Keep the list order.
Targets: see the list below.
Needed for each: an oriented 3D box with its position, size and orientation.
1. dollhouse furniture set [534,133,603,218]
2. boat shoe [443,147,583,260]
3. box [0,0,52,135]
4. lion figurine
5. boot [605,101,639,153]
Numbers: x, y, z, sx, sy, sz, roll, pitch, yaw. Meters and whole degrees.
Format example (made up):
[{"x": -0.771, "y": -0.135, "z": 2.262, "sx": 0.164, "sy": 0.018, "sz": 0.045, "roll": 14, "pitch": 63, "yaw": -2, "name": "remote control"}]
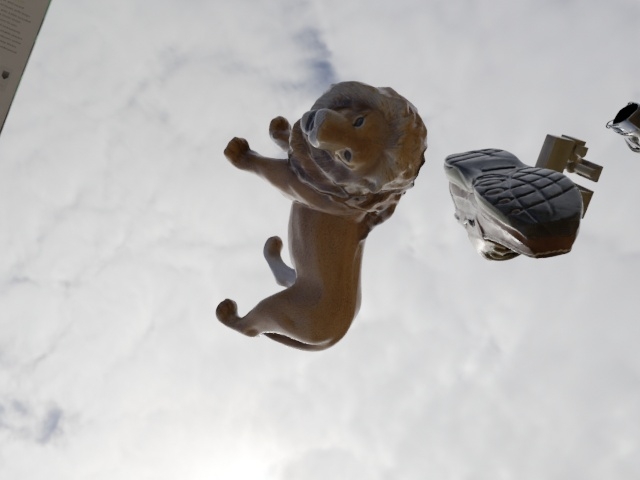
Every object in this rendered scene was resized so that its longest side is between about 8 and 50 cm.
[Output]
[{"x": 0.431, "y": -0.135, "z": 1.284, "sx": 0.151, "sy": 0.123, "sz": 0.144, "roll": 4, "pitch": -68, "yaw": -30, "name": "dollhouse furniture set"}, {"x": 0.249, "y": -0.035, "z": 0.893, "sx": 0.122, "sy": 0.324, "sz": 0.120, "roll": -6, "pitch": -71, "yaw": 0, "name": "boat shoe"}, {"x": -0.492, "y": -0.299, "z": 0.881, "sx": 0.232, "sy": 0.058, "sz": 0.322, "roll": 21, "pitch": -59, "yaw": -28, "name": "box"}, {"x": 0.000, "y": 0.000, "z": 0.771, "sx": 0.142, "sy": 0.240, "sz": 0.392, "roll": -29, "pitch": -48, "yaw": -40, "name": "lion figurine"}, {"x": 0.505, "y": -0.190, "z": 1.068, "sx": 0.106, "sy": 0.219, "sz": 0.082, "roll": 37, "pitch": -71, "yaw": -10, "name": "boot"}]
